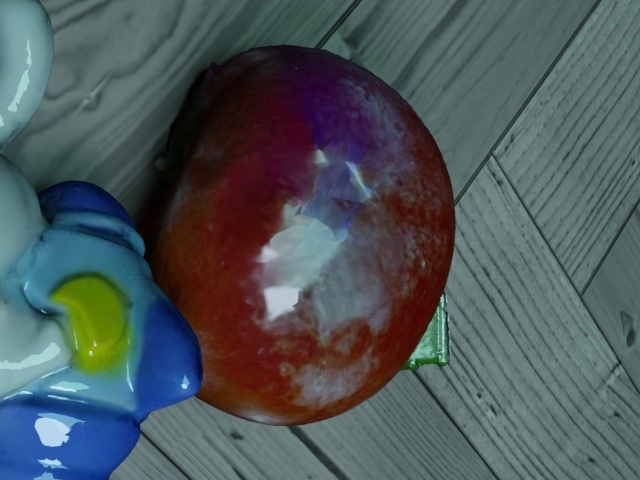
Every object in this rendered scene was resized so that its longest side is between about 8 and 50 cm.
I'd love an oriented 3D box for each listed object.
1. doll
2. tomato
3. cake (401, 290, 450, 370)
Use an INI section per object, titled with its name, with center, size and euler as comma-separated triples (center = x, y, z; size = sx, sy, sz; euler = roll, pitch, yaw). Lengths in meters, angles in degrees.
[doll]
center = -0.237, 0.057, 0.752
size = 0.376, 0.187, 0.365
euler = -45, 110, -15
[tomato]
center = 0.003, -0.004, 0.886
size = 0.290, 0.176, 0.334
euler = 27, 80, -21
[cake]
center = -0.001, 0.084, 1.031
size = 0.235, 0.099, 0.100
euler = -7, 99, -18
